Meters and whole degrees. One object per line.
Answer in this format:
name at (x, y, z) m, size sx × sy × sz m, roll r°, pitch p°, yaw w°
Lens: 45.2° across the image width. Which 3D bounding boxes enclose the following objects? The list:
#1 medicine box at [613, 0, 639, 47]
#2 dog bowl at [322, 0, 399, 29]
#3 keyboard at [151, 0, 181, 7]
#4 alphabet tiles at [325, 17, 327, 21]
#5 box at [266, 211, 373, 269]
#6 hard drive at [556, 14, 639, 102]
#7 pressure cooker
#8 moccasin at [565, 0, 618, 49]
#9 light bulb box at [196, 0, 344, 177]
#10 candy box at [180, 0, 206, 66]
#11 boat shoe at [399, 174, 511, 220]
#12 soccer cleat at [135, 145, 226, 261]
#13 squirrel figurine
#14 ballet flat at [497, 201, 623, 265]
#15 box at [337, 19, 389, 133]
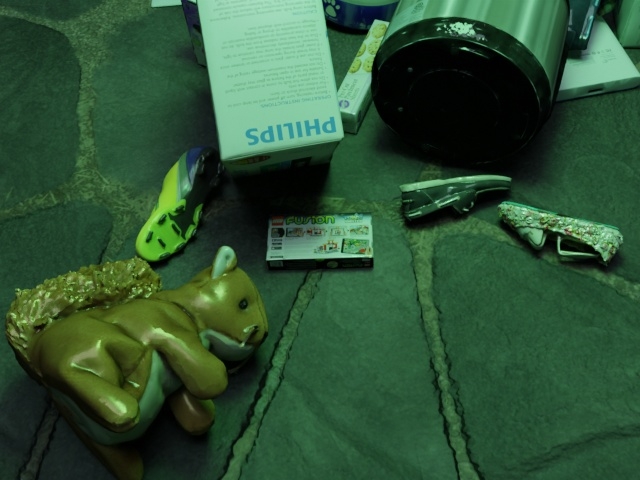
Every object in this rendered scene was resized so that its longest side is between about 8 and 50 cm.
medicine box at (0.858, -0.593, 1.820) m, size 0.289 × 0.149 × 0.264 m, roll 4°, pitch 54°, yaw 6°
dog bowl at (0.108, -0.649, 1.924) m, size 0.264 × 0.104 × 0.265 m, roll 2°, pitch 53°, yaw -3°
keyboard at (-0.319, -0.651, 2.036) m, size 0.255 × 0.014 × 0.072 m, roll -5°, pitch 58°, yaw 1°
alphabet tiles at (-0.114, -0.606, 1.926) m, size 0.285 × 0.011 × 0.343 m, roll 25°, pitch 51°, yaw 4°
box at (0.000, 0.000, 1.513) m, size 0.206 × 0.036 × 0.114 m, roll -1°, pitch 53°, yaw 3°
hard drive at (0.584, -0.461, 1.809) m, size 0.210 × 0.040 × 0.319 m, roll -11°, pitch 54°, yaw -4°
pressure cooker at (0.324, -0.420, 1.592) m, size 0.369 × 0.376 × 0.420 m, roll 11°, pitch 56°, yaw 15°
moccasin at (0.635, -0.561, 1.791) m, size 0.116 × 0.138 × 0.342 m, roll 27°, pitch 74°, yaw 17°
light bulb box at (-0.102, -0.326, 1.484) m, size 0.225 × 0.358 × 0.361 m, roll -9°, pitch 90°, yaw -3°
candy box at (-0.225, -0.475, 1.781) m, size 0.164 × 0.196 × 0.070 m, roll 29°, pitch 61°, yaw 24°
boat shoe at (0.274, -0.090, 1.549) m, size 0.233 × 0.084 × 0.079 m, roll -9°, pitch 91°, yaw -11°
soccer cleat at (-0.297, -0.073, 1.575) m, size 0.121 × 0.093 × 0.289 m, roll -1°, pitch 51°, yaw 42°
squirrel figurine at (-0.294, 0.141, 1.294) m, size 0.397 × 0.281 × 0.370 m, roll 35°, pitch 57°, yaw 23°
ballet flat at (0.449, -0.012, 1.466) m, size 0.240 × 0.091 × 0.077 m, roll 15°, pitch 78°, yaw 19°
box at (0.105, -0.383, 1.772) m, size 0.067 × 0.063 × 0.324 m, roll 15°, pitch 56°, yaw 16°
